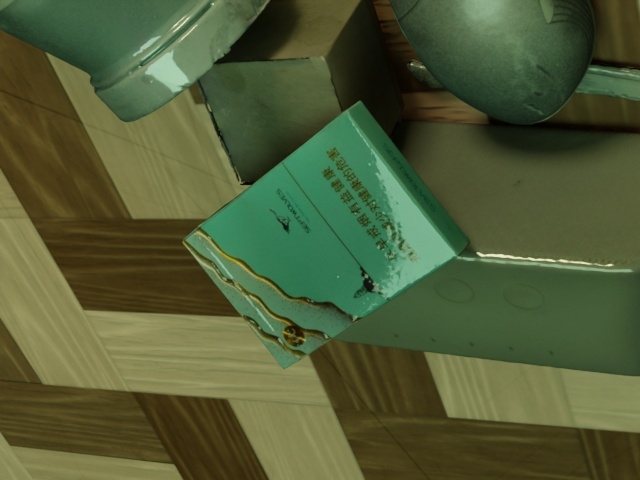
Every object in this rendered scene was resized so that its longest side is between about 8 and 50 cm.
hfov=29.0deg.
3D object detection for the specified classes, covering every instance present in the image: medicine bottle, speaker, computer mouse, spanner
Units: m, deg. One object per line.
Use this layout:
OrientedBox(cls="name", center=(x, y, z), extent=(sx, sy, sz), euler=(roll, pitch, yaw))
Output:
OrientedBox(cls="medicine bottle", center=(-0.200, -0.274, 1.091), extent=(0.245, 0.245, 0.290), euler=(-24, 117, 42))
OrientedBox(cls="speaker", center=(0.161, 0.006, 1.228), extent=(0.406, 0.183, 0.184), euler=(6, 139, 23))
OrientedBox(cls="computer mouse", center=(0.110, -0.252, 1.054), extent=(0.167, 0.090, 0.379), euler=(-13, 118, 35))
OrientedBox(cls="spanner", center=(0.222, -0.153, 1.151), extent=(0.301, 0.017, 0.071), euler=(11, 136, 19))

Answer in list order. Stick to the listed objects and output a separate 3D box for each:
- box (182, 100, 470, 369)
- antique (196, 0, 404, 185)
OrientedBox(cls="box", center=(0.000, 0.000, 1.135), extent=(0.229, 0.041, 0.162), euler=(-36, 94, 32))
OrientedBox(cls="antique", center=(-0.013, -0.148, 1.185), extent=(0.146, 0.148, 0.152), euler=(1, 133, 26))
